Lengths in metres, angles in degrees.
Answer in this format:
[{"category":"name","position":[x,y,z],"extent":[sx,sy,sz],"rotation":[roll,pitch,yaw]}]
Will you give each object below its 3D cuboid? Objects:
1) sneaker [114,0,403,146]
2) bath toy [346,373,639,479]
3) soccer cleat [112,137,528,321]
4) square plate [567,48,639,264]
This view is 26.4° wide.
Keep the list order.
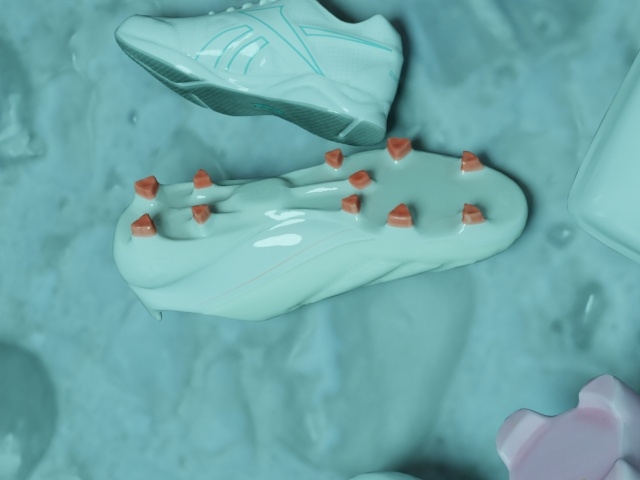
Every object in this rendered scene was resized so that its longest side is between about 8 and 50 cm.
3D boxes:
[{"category":"sneaker","position":[-0.029,-0.092,0.671],"extent":[0.152,0.054,0.061],"rotation":[16,78,20]},{"category":"bath toy","position":[0.138,0.126,0.517],"extent":[0.348,0.151,0.129],"rotation":[-27,120,33]},{"category":"soccer cleat","position":[0.000,0.000,0.648],"extent":[0.196,0.076,0.068],"rotation":[-4,45,8]},{"category":"square plate","position":[0.293,-0.068,0.479],"extent":[0.347,0.049,0.344],"rotation":[33,115,23]}]
